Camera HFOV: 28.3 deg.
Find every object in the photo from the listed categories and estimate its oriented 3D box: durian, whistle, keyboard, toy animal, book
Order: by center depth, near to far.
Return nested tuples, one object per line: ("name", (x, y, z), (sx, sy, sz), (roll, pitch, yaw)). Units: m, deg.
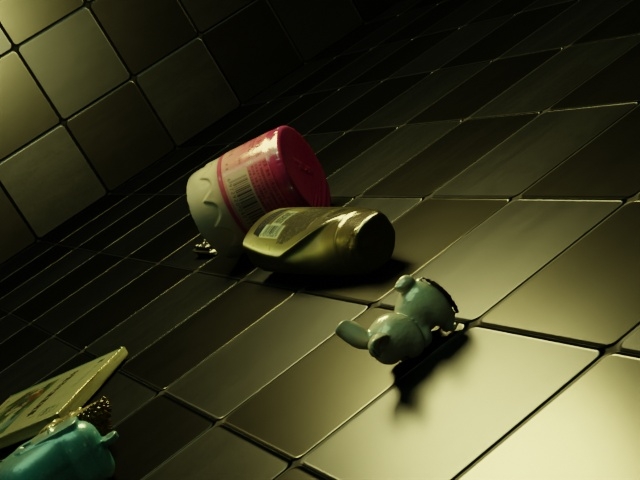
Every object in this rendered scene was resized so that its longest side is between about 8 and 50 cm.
("toy animal", (0.089, 0.097, 1.395), (0.071, 0.085, 0.124), (15, 51, 47))
("whistle", (-0.372, 0.302, 1.560), (0.274, 0.093, 0.186), (-27, 9, -3))
("durian", (-0.320, 0.257, 1.683), (0.110, 0.071, 0.140), (-25, 4, -9))
("book", (-0.454, 0.267, 2.015), (0.283, 0.025, 0.215), (-25, 15, 30))
("keyboard", (-0.139, -0.040, 2.406), (0.230, 0.025, 0.094), (-37, 18, -24))

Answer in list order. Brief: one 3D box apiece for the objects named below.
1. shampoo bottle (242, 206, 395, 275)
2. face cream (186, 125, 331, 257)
("shampoo bottle", (0.000, 0.000, 1.870), (0.125, 0.084, 0.350), (-40, 17, -21))
("face cream", (-0.105, -0.081, 2.170), (0.195, 0.175, 0.175), (-24, 16, 20))
